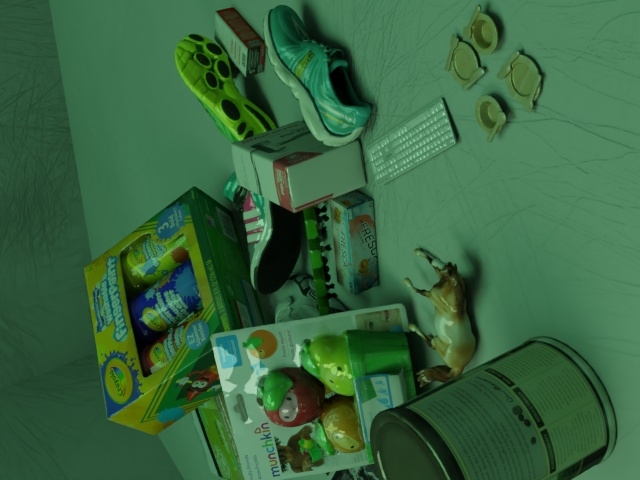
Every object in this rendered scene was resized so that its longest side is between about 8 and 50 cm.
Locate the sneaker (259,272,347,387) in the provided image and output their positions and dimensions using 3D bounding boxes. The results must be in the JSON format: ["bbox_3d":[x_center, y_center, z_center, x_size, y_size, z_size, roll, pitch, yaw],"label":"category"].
[{"bbox_3d":[-0.068,0.188,1.821,0.365,0.210,0.138,31,135,52],"label":"sneaker"}]

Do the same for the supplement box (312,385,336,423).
[{"bbox_3d":[-0.016,0.318,1.973,0.078,0.080,0.234,35,136,51],"label":"supplement box"}]

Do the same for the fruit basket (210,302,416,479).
[{"bbox_3d":[0.004,0.290,1.588,0.165,0.352,0.327,-110,10,-70],"label":"fruit basket"}]

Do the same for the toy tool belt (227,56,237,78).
[{"bbox_3d":[-0.209,-0.368,1.890,0.083,0.052,0.051,-28,45,61],"label":"toy tool belt"}]

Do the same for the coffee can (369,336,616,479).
[{"bbox_3d":[0.237,0.276,1.213,0.201,0.275,0.202,44,145,43],"label":"coffee can"}]

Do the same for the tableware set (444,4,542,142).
[{"bbox_3d":[0.224,-0.223,1.168,0.169,0.020,0.141,60,153,19],"label":"tableware set"}]

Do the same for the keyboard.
[{"bbox_3d":[0.139,-0.151,1.396,0.256,0.014,0.072,-27,84,64],"label":"keyboard"}]

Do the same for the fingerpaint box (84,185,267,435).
[{"bbox_3d":[-0.342,0.157,2.031,0.163,0.371,0.445,36,-154,-47],"label":"fingerpaint box"}]

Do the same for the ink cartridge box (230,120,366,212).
[{"bbox_3d":[-0.044,-0.139,1.593,0.218,0.158,0.092,25,132,55],"label":"ink cartridge box"}]

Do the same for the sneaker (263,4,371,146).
[{"bbox_3d":[0.000,-0.295,1.498,0.110,0.107,0.275,-41,75,43],"label":"sneaker"}]

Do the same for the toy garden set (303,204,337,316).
[{"bbox_3d":[0.000,0.000,1.687,0.204,0.049,0.244,-100,2,-53],"label":"toy garden set"}]

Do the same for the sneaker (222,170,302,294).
[{"bbox_3d":[-0.133,-0.048,1.852,0.178,0.123,0.296,36,125,45],"label":"sneaker"}]

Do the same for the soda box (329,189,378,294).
[{"bbox_3d":[0.063,0.004,1.606,0.063,0.058,0.183,35,139,50],"label":"soda box"}]

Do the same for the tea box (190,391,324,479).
[{"bbox_3d":[-0.188,0.411,2.209,0.323,0.219,0.329,-19,91,64],"label":"tea box"}]

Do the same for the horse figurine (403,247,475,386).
[{"bbox_3d":[0.198,0.131,1.429,0.174,0.066,0.264,32,134,60],"label":"horse figurine"}]

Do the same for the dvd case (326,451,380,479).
[{"bbox_3d":[0.108,0.515,1.863,0.221,0.018,0.165,46,120,39],"label":"dvd case"}]

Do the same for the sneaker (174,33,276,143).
[{"bbox_3d":[-0.208,-0.289,1.815,0.296,0.109,0.123,55,159,-3],"label":"sneaker"}]

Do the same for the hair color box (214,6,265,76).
[{"bbox_3d":[-0.165,-0.402,1.771,0.141,0.043,0.072,53,150,32],"label":"hair color box"}]
